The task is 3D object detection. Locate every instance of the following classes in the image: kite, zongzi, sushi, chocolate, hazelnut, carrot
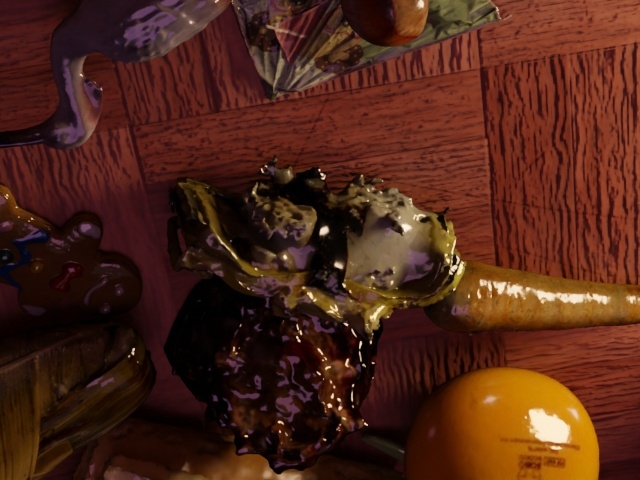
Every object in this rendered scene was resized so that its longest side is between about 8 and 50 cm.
[{"bbox_3d":[0.014,-0.223,1.523,0.323,0.013,0.267,20,125,-23],"label":"kite"},{"bbox_3d":[-0.297,0.214,1.669,0.286,0.288,0.134,-13,136,4],"label":"zongzi"},{"bbox_3d":[-0.001,0.006,1.637,0.291,0.139,0.131,12,120,-15],"label":"sushi"},{"bbox_3d":[-0.040,0.147,1.723,0.224,0.177,0.206,-22,129,9],"label":"chocolate"},{"bbox_3d":[0.056,-0.208,1.489,0.086,0.086,0.086,-4,130,-4],"label":"hazelnut"},{"bbox_3d":[0.250,0.065,1.764,0.298,0.078,0.078,4,129,-15],"label":"carrot"}]

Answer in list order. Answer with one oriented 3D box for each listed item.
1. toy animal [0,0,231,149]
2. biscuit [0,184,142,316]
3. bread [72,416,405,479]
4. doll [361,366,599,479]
[{"bbox_3d":[-0.168,-0.198,1.470,0.195,0.090,0.324,15,118,-11],"label":"toy animal"},{"bbox_3d":[-0.266,0.023,1.684,0.205,0.031,0.138,26,122,-28],"label":"biscuit"},{"bbox_3d":[-0.103,0.334,1.879,0.375,0.165,0.236,15,122,-19],"label":"bread"},{"bbox_3d":[0.179,0.235,1.838,0.213,0.213,0.236,19,168,-21],"label":"doll"}]
